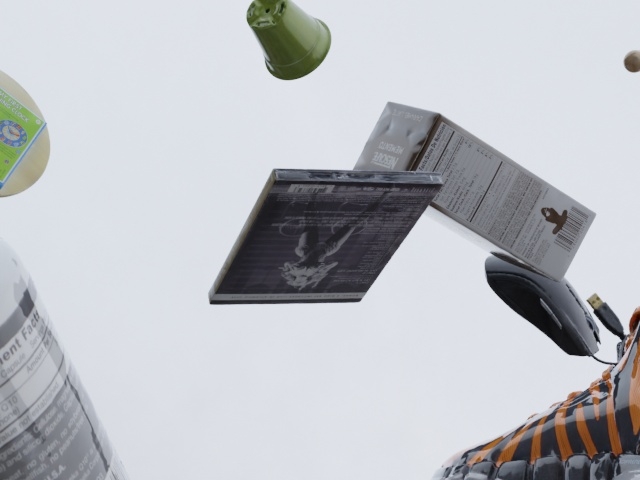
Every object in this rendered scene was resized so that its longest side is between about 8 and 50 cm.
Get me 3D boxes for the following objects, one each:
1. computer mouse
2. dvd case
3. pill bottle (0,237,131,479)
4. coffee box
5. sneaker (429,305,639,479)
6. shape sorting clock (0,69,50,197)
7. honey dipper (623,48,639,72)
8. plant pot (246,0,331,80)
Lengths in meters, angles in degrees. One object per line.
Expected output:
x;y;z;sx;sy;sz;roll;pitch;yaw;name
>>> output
0.341;0.086;1.820;0.262;0.184;0.060;44;-60;4;computer mouse
0.000;0.000;1.298;0.221;0.164;0.018;121;-38;-52;dvd case
-0.294;0.121;1.062;0.204;0.204;0.361;3;-56;42;pill bottle
0.179;-0.057;1.605;0.246;0.098;0.141;29;-2;-24;coffee box
0.204;0.122;0.915;0.124;0.180;0.321;35;-25;-20;sneaker
-0.432;-0.143;1.709;0.206;0.206;0.040;49;-45;-5;shape sorting clock
0.297;-0.181;1.093;0.030;0.160;0.030;40;-23;21;honey dipper
-0.042;-0.230;1.499;0.083;0.083;0.079;16;-17;33;plant pot
